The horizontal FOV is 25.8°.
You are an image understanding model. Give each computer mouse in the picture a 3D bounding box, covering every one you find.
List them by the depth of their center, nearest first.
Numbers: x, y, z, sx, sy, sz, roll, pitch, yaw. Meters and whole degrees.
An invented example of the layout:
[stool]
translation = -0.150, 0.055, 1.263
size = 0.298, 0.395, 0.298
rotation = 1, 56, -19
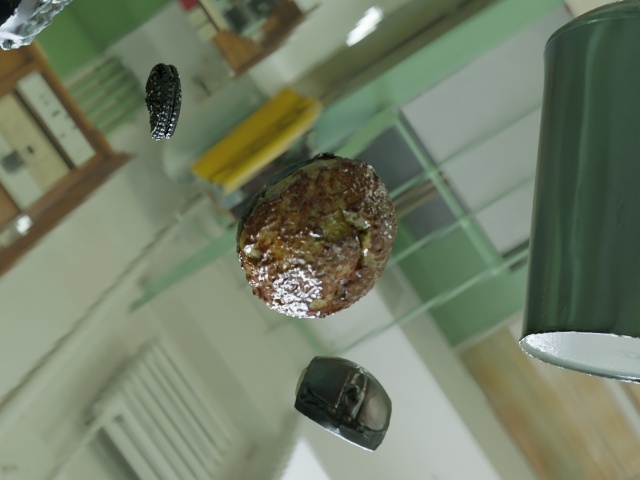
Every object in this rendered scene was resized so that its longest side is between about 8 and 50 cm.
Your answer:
[computer mouse]
translation = 0.035, 0.220, 2.004
size = 0.086, 0.137, 0.270
rotation = -61, -178, 3

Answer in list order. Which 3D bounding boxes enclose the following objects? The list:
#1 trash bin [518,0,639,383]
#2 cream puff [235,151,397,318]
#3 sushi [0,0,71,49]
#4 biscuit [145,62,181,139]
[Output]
[trash bin]
translation = 0.379, -0.068, 1.617
size = 0.280, 0.280, 0.432
rotation = -16, -120, 59
[cream puff]
translation = 0.001, -0.001, 1.877
size = 0.240, 0.240, 0.164
rotation = -34, -138, 3
[sushi]
translation = -0.390, -0.429, 1.710
size = 0.328, 0.285, 0.329
rotation = -44, -167, 43
[biscuit]
translation = -0.180, -0.158, 1.596
size = 0.027, 0.089, 0.087
rotation = 5, -179, -23
